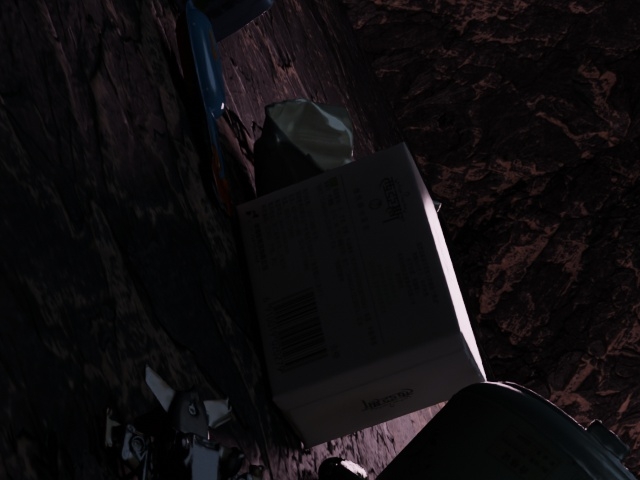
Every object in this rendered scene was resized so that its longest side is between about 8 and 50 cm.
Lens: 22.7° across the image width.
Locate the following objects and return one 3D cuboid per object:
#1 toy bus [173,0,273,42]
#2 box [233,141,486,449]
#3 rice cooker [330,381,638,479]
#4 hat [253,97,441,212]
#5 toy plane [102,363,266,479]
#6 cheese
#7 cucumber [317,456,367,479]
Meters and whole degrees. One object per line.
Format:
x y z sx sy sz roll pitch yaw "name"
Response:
-0.140 -0.379 1.883 0.136 0.109 0.329 48 20 -40 "toy bus"
0.035 0.052 1.583 0.111 0.194 0.260 61 13 -46 "box"
0.136 0.285 1.354 0.264 0.317 0.316 109 -37 -74 "rice cooker"
0.006 -0.005 1.840 0.258 0.168 0.301 -129 -148 -52 "hat"
-0.085 0.168 1.011 0.135 0.062 0.188 28 35 -31 "toy plane"
-0.118 -0.142 1.650 0.106 0.037 0.256 66 13 -64 "cheese"
0.018 0.231 1.571 0.155 0.037 0.037 43 27 -74 "cucumber"
